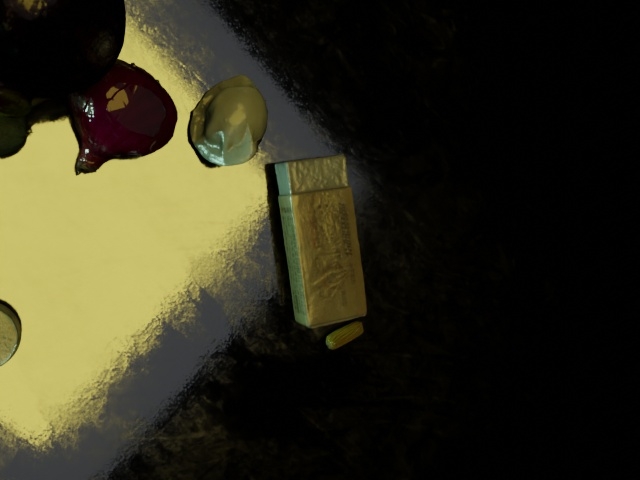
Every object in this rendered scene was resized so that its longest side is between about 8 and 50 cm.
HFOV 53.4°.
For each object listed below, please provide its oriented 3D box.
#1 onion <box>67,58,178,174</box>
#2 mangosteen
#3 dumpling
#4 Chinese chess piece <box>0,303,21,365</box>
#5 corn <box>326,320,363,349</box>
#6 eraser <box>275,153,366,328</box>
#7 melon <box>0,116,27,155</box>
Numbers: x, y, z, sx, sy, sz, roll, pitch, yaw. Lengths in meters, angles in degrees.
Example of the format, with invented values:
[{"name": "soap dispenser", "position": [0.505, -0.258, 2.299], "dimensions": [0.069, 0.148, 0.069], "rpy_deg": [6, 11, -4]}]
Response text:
[{"name": "onion", "position": [-0.365, -0.207, 1.117], "dimensions": [0.195, 0.139, 0.218], "rpy_deg": [36, 82, -29]}, {"name": "mangosteen", "position": [-0.449, -0.333, 0.920], "dimensions": [0.313, 0.296, 0.297], "rpy_deg": [-40, 109, -36]}, {"name": "dumpling", "position": [-0.175, -0.233, 1.223], "dimensions": [0.150, 0.092, 0.177], "rpy_deg": [0, 99, -10]}, {"name": "Chinese chess piece", "position": [-0.577, 0.163, 1.086], "dimensions": [0.122, 0.051, 0.122], "rpy_deg": [-3, 97, -24]}, {"name": "corn", "position": [0.052, 0.205, 1.379], "dimensions": [0.092, 0.037, 0.037], "rpy_deg": [-25, 103, -19]}, {"name": "eraser", "position": [0.000, 0.000, 1.319], "dimensions": [0.144, 0.078, 0.344], "rpy_deg": [-10, 97, -24]}, {"name": "melon", "position": [-0.567, -0.193, 1.031], "dimensions": [0.167, 0.114, 0.114], "rpy_deg": [6, 91, -28]}]
